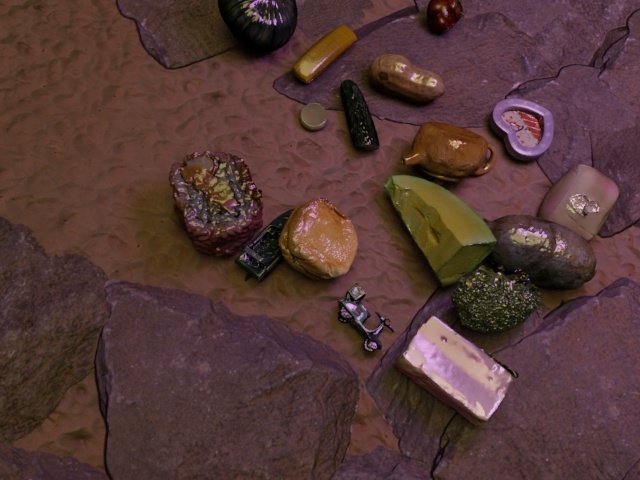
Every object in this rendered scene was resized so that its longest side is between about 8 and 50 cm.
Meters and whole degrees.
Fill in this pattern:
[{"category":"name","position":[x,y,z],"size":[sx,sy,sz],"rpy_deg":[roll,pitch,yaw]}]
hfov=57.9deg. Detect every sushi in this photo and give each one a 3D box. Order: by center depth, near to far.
[{"category":"sushi","position":[-0.280,-0.096,1.519],"size":[0.237,0.171,0.270],"rpy_deg":[-25,71,-11]}]

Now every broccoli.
[{"category":"broccoli","position":[0.447,0.144,1.464],"size":[0.226,0.198,0.176],"rpy_deg":[-33,63,-31]}]

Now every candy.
[{"category":"candy","position":[0.329,0.320,1.432],"size":[0.265,0.116,0.155],"rpy_deg":[35,73,9]}]

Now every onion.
[{"category":"onion","position":[0.386,-0.715,1.807],"size":[0.119,0.118,0.117],"rpy_deg":[29,49,7]}]

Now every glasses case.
[{"category":"glasses case","position":[0.011,-0.567,1.757],"size":[0.079,0.064,0.234],"rpy_deg":[43,74,8]}]

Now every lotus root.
[{"category":"lotus root","position":[0.563,0.028,1.516],"size":[0.350,0.175,0.175],"rpy_deg":[19,70,-2]}]

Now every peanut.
[{"category":"peanut","position":[0.255,-0.479,1.711],"size":[0.236,0.120,0.110],"rpy_deg":[21,32,10]}]

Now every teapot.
[{"category":"teapot","position":[0.361,-0.228,1.616],"size":[0.311,0.167,0.203],"rpy_deg":[3,24,-27]}]

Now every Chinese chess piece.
[{"category":"Chinese chess piece","position":[-0.020,-0.362,1.699],"size":[0.084,0.034,0.084],"rpy_deg":[1,72,-4]}]

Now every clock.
[{"category":"clock","position":[0.601,-0.331,1.708],"size":[0.172,0.064,0.198],"rpy_deg":[-26,74,-12]}]

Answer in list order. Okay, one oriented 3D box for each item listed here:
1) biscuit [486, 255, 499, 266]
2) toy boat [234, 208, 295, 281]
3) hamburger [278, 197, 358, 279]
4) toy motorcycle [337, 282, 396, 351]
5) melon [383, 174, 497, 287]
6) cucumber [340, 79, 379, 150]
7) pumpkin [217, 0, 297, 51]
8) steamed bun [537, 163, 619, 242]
[{"category":"biscuit","position":[0.466,0.013,1.602],"size":[0.071,0.018,0.147],"rpy_deg":[-35,75,-17]},{"category":"toy boat","position":[-0.120,0.002,1.530],"size":[0.093,0.103,0.246],"rpy_deg":[36,69,17]},{"category":"hamburger","position":[-0.001,0.002,1.496],"size":[0.214,0.108,0.213],"rpy_deg":[8,76,-34]},{"category":"toy motorcycle","position":[0.113,0.204,1.494],"size":[0.100,0.058,0.173],"rpy_deg":[-34,74,-20]},{"category":"melon","position":[0.298,-0.053,1.537],"size":[0.196,0.124,0.323],"rpy_deg":[-47,58,26]},{"category":"cucumber","position":[0.110,-0.367,1.689],"size":[0.074,0.074,0.241],"rpy_deg":[-11,70,-7]},{"category":"pumpkin","position":[-0.189,-0.674,1.716],"size":[0.250,0.216,0.249],"rpy_deg":[20,51,-27]},{"category":"steamed bun","position":[0.719,-0.107,1.588],"size":[0.170,0.152,0.238],"rpy_deg":[34,75,8]}]
